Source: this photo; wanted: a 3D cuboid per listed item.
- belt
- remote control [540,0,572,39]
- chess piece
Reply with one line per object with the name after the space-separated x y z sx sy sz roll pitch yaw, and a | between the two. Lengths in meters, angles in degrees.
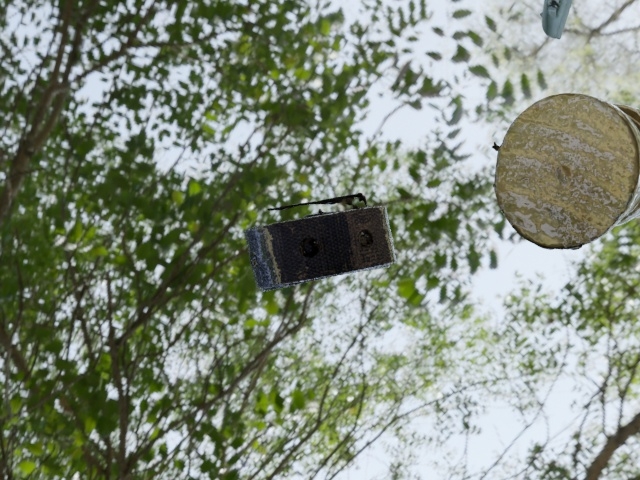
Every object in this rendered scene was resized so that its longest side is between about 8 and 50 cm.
0.000 0.000 1.170 0.230 0.139 0.126 -11 -91 -21 | belt
0.185 -0.226 0.569 0.029 0.061 0.162 12 -125 11 | remote control
0.288 -0.071 0.760 0.137 0.137 0.301 51 -150 20 | chess piece
